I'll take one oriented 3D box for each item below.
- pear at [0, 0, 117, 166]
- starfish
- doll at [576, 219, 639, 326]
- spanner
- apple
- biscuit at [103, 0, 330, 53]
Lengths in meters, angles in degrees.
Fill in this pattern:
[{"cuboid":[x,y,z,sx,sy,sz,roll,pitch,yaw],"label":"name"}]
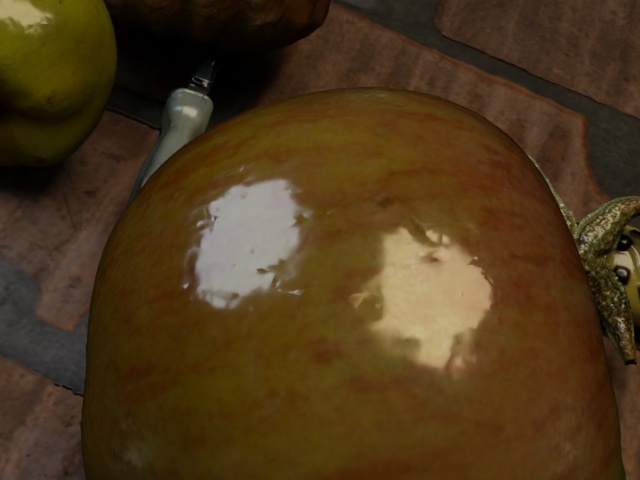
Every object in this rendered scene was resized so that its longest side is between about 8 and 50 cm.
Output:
[{"cuboid":[-0.263,-0.158,1.310,0.200,0.200,0.200,14,40,-12],"label":"pear"},{"cuboid":[0.211,0.021,1.396,0.217,0.050,0.223,-23,72,6],"label":"starfish"},{"cuboid":[0.209,-0.014,1.463,0.291,0.086,0.117,34,46,9],"label":"doll"},{"cuboid":[-0.128,-0.075,1.356,0.040,0.096,0.325,20,40,-5],"label":"spanner"},{"cuboid":[0.010,0.105,1.000,0.333,0.400,0.400,-18,48,-1],"label":"apple"},{"cuboid":[-0.147,-0.257,1.488,0.325,0.107,0.326,19,17,-6],"label":"biscuit"}]
